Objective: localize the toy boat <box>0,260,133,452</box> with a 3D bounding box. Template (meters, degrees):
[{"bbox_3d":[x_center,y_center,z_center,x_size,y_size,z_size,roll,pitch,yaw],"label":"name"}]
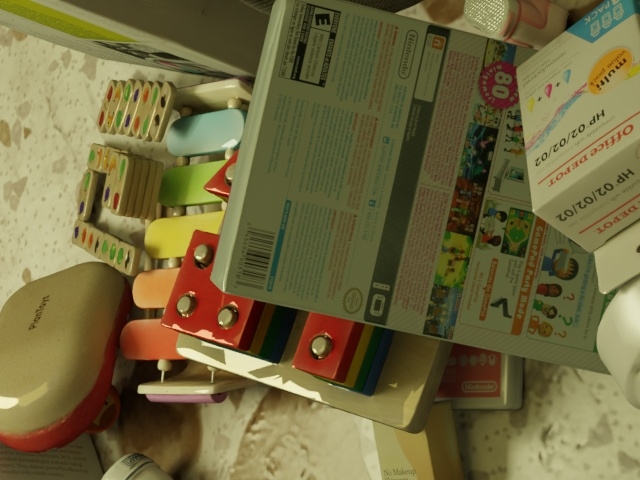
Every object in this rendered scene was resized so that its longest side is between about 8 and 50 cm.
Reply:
[{"bbox_3d":[-0.258,0.138,1.426,0.151,0.151,0.231,-19,28,15],"label":"toy boat"}]

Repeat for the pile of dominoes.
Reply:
[{"bbox_3d":[-0.222,-0.076,1.435,0.251,0.040,0.196,18,97,64],"label":"pile of dominoes"}]

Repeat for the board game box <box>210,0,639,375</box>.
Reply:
[{"bbox_3d":[0.092,-0.041,1.022,0.097,0.303,0.224,-168,91,-81],"label":"board game box"}]

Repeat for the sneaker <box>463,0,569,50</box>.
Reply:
[{"bbox_3d":[0.166,-0.190,1.164,0.134,0.070,0.051,-105,36,-62],"label":"sneaker"}]

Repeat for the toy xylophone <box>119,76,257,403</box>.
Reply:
[{"bbox_3d":[-0.123,0.009,1.362,0.236,0.081,0.322,-15,71,41],"label":"toy xylophone"}]

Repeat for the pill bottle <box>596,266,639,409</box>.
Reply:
[{"bbox_3d":[0.333,0.158,0.814,0.210,0.210,0.363,-49,52,25],"label":"pill bottle"}]

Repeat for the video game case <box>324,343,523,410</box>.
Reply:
[{"bbox_3d":[0.090,0.005,1.203,0.204,0.025,0.285,-6,77,42],"label":"video game case"}]

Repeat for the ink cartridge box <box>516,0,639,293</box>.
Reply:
[{"bbox_3d":[0.189,-0.067,0.886,0.104,0.062,0.181,-38,34,33],"label":"ink cartridge box"}]

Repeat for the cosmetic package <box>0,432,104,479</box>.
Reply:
[{"bbox_3d":[-0.330,0.269,1.450,0.151,0.151,0.183,-45,54,26],"label":"cosmetic package"}]

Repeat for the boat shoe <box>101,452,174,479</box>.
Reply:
[{"bbox_3d":[-0.205,0.343,1.365,0.088,0.096,0.267,31,100,25],"label":"boat shoe"}]

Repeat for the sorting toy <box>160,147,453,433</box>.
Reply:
[{"bbox_3d":[0.000,0.000,1.157,0.257,0.089,0.255,14,80,36],"label":"sorting toy"}]

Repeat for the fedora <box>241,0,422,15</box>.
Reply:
[{"bbox_3d":[0.006,-0.288,1.218,0.243,0.275,0.124,64,168,10],"label":"fedora"}]

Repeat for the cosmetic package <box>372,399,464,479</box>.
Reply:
[{"bbox_3d":[0.084,0.193,1.139,0.060,0.041,0.115,-15,84,42],"label":"cosmetic package"}]

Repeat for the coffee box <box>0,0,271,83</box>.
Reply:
[{"bbox_3d":[-0.210,-0.365,1.346,0.334,0.338,0.337,14,91,44],"label":"coffee box"}]
